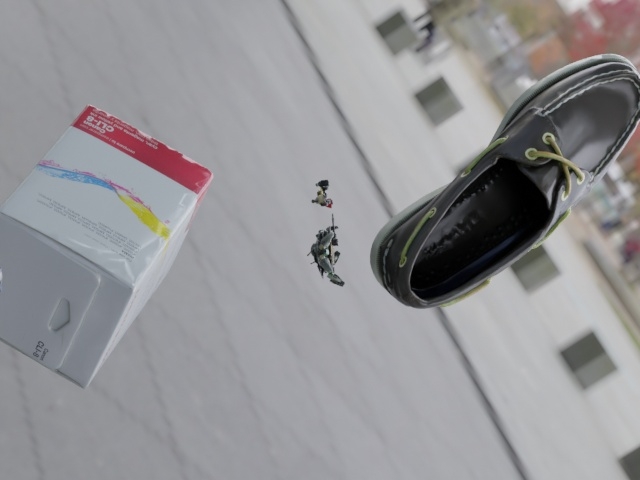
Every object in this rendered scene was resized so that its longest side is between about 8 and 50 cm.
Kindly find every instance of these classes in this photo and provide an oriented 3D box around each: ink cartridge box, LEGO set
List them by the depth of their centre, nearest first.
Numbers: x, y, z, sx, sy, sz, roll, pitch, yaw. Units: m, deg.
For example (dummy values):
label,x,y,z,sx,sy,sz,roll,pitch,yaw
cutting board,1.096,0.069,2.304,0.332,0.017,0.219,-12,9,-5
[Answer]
label,x,y,z,sx,sy,sz,roll,pitch,yaw
LEGO set,0.000,-0.002,1.191,0.054,0.023,0.083,-71,154,-73
ink cartridge box,-0.191,0.003,1.374,0.127,0.128,0.176,30,38,-1

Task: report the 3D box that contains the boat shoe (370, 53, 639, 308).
label,x,y,z,sx,sy,sz,roll,pitch,yaw
boat shoe,0.135,-0.035,1.117,0.081,0.228,0.068,49,-1,-18

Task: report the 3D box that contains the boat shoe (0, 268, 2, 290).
label,x,y,z,sx,sy,sz,roll,pitch,yaw
boat shoe,-0.153,0.028,0.527,0.183,0.066,0.066,34,64,-79
